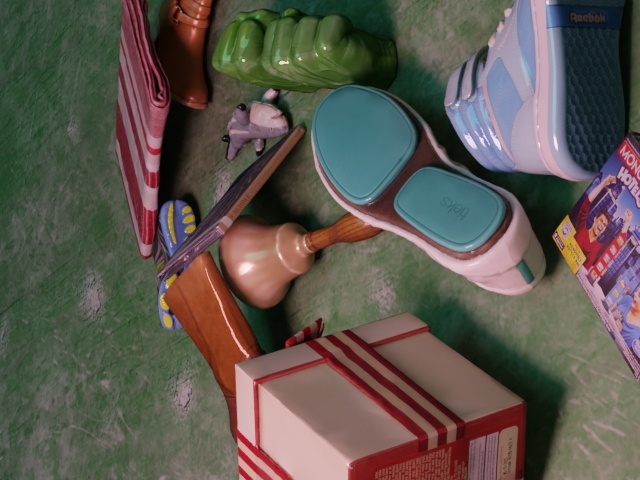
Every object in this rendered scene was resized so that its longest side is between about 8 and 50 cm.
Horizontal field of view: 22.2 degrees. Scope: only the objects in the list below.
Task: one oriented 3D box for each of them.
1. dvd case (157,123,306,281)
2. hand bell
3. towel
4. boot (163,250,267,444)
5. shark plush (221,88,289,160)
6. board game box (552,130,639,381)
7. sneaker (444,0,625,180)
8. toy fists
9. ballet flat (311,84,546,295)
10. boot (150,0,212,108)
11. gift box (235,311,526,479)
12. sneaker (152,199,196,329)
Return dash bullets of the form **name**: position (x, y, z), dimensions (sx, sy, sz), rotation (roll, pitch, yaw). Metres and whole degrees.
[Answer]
- **dvd case**: position (-0.116, -0.049, 2.126), dimensions (0.164, 0.018, 0.221), rotation (-36, 14, 49)
- **hand bell**: position (0.000, 0.000, 2.022), dimensions (0.242, 0.126, 0.126), rotation (-18, 70, 41)
- **towel**: position (-0.259, -0.163, 2.375), dimensions (0.329, 0.037, 0.237), rotation (102, 158, -49)
- **boot**: position (-0.074, 0.137, 2.028), dimensions (0.280, 0.096, 0.264), rotation (63, 153, 6)
- **shark plush**: position (-0.099, -0.142, 2.216), dimensions (0.161, 0.073, 0.067), rotation (-37, 86, 43)
- **board game box**: position (0.328, -0.001, 1.532), dimensions (0.194, 0.060, 0.194), rotation (-57, 42, 35)
- **sneaker**: position (0.208, -0.216, 1.686), dimensions (0.208, 0.127, 0.319), rotation (-4, 82, 55)
- **toy fists**: position (-0.032, -0.239, 2.040), dimensions (0.279, 0.142, 0.096), rotation (11, 94, 56)
- **ballet flat**: position (0.115, -0.046, 1.804), dimensions (0.400, 0.139, 0.139), rotation (43, 121, 52)
- **boot**: position (-0.186, -0.298, 2.354), dimensions (0.152, 0.073, 0.197), rotation (-56, 45, 30)
- **gift box**: position (0.068, 0.240, 1.736), dimensions (0.258, 0.276, 0.255), rotation (34, 127, 49)
- **sneaker**: position (-0.207, 0.036, 2.357), dimensions (0.078, 0.067, 0.188), rotation (144, 125, -74)
